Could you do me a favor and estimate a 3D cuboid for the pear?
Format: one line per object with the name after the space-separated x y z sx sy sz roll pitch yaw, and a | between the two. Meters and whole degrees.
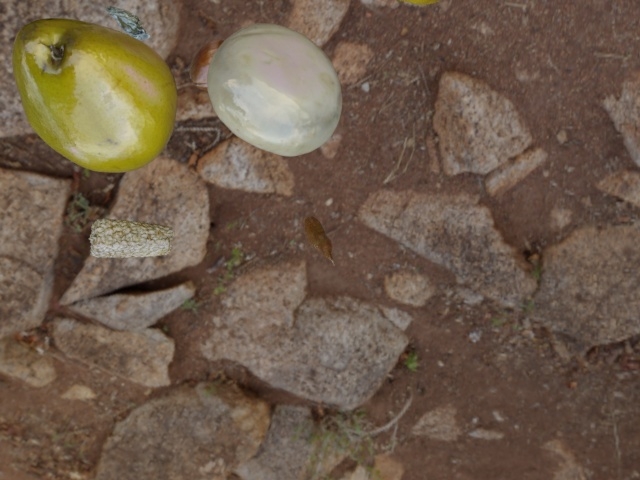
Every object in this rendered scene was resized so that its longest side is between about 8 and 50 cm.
-0.426 -0.267 1.199 0.285 0.284 0.336 -6 173 31 | pear

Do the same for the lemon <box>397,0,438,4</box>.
0.255 -0.659 1.491 0.188 0.188 0.256 29 137 -8 | lemon

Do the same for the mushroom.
-0.089 -0.258 1.138 0.246 0.246 0.202 38 140 -17 | mushroom

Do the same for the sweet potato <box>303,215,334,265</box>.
0.000 0.000 1.667 0.057 0.195 0.056 -15 132 -18 | sweet potato

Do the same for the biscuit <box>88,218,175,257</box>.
-0.385 -0.003 1.303 0.169 0.070 0.082 2 164 -25 | biscuit

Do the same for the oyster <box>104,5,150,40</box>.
-0.484 -0.551 1.617 0.098 0.037 0.100 16 160 30 | oyster

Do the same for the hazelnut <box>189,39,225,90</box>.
-0.306 -0.498 1.831 0.150 0.150 0.150 13 140 12 | hazelnut
